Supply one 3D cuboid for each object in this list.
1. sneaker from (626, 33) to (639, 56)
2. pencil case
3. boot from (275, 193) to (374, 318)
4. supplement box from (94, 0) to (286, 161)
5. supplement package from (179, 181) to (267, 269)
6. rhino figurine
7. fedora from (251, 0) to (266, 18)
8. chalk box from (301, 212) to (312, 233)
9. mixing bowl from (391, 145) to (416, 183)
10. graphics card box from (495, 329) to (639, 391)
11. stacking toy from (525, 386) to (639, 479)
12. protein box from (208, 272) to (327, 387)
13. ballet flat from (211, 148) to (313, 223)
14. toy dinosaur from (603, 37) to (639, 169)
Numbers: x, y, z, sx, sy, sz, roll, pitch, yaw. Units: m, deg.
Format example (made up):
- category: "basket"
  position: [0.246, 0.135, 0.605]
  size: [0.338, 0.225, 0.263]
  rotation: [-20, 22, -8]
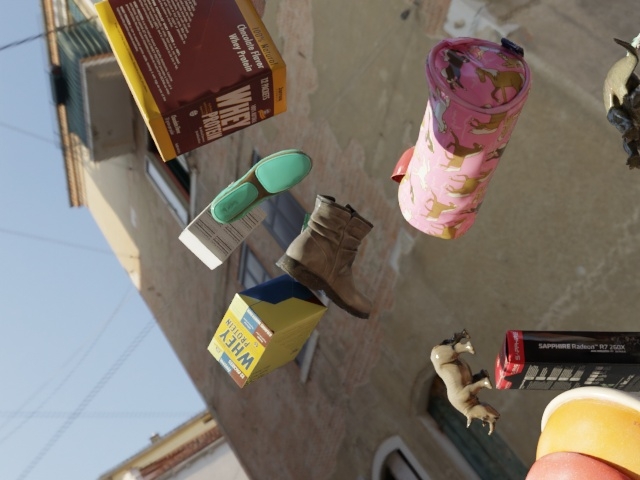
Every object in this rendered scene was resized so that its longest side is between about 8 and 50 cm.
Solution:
- category: "sneaker"
  position: [0.780, -0.468, 1.591]
  size: [0.098, 0.069, 0.038]
  rotation: [-63, -4, 28]
- category: "pencil case"
  position: [0.223, -0.156, 1.115]
  size: [0.167, 0.160, 0.386]
  rotation: [-59, -14, -27]
- category: "boot"
  position: [0.069, 0.046, 1.653]
  size: [0.338, 0.118, 0.223]
  rotation: [36, -92, -43]
- category: "supplement box"
  position: [-0.173, -0.248, 0.933]
  size: [0.194, 0.191, 0.129]
  rotation: [-25, -14, -10]
- category: "supplement package"
  position: [-0.299, -0.041, 2.048]
  size: [0.203, 0.149, 0.194]
  rotation: [-48, 8, -18]
- category: "rhino figurine"
  position: [0.339, 0.334, 1.547]
  size: [0.106, 0.243, 0.073]
  rotation: [-26, -3, 14]
- category: "fedora"
  position: [-0.194, -0.417, 1.094]
  size: [0.275, 0.244, 0.124]
  rotation: [9, -48, 1]
- category: "chalk box"
  position: [0.000, 0.000, 2.147]
  size: [0.132, 0.132, 0.213]
  rotation: [13, -24, -3]
- category: "mixing bowl"
  position: [0.303, -0.220, 1.980]
  size: [0.181, 0.181, 0.098]
  rotation: [15, -99, -55]
- category: "graphics card box"
  position: [0.641, 0.307, 1.694]
  size: [0.370, 0.094, 0.233]
  rotation: [0, -29, 8]
- category: "stacking toy"
  position: [0.427, 0.509, 1.126]
  size: [0.480, 0.350, 0.351]
  rotation: [-33, -29, -32]
- category: "protein box"
  position: [-0.128, 0.212, 1.622]
  size: [0.199, 0.136, 0.201]
  rotation: [-20, -32, -49]
- category: "ballet flat"
  position: [-0.128, -0.125, 1.442]
  size: [0.247, 0.083, 0.087]
  rotation: [-32, 15, 8]
- category: "toy dinosaur"
  position: [0.553, -0.233, 1.193]
  size: [0.121, 0.160, 0.313]
  rotation: [-38, -60, 27]
